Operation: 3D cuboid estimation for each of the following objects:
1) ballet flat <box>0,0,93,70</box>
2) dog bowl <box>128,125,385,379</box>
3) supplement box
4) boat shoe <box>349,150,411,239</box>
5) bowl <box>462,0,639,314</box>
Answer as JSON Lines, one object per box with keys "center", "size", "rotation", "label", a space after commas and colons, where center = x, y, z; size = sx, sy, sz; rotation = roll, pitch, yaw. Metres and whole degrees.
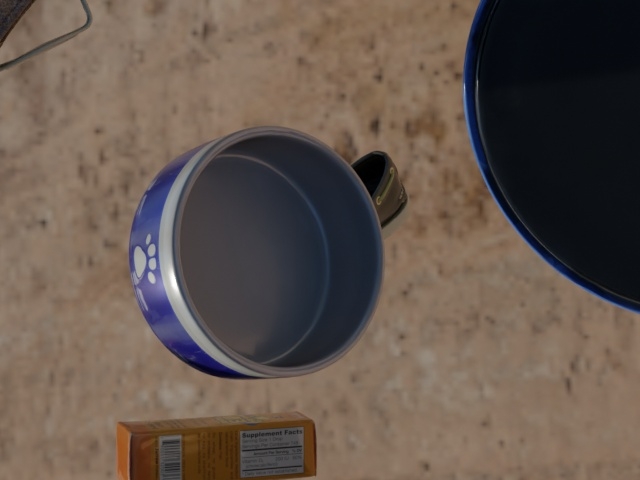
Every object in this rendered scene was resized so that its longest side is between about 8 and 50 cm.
{"center": [-0.210, -0.237, 1.379], "size": [0.316, 0.106, 0.107], "rotation": [-43, 7, 0], "label": "ballet flat"}
{"center": [-0.066, 0.016, 1.745], "size": [0.104, 0.265, 0.265], "rotation": [-12, 80, 55], "label": "dog bowl"}
{"center": [-0.125, 0.253, 1.983], "size": [0.078, 0.233, 0.080], "rotation": [-167, 78, -70], "label": "supplement box"}
{"center": [-0.003, -0.001, 2.124], "size": [0.109, 0.305, 0.091], "rotation": [22, 143, 40], "label": "boat shoe"}
{"center": [0.292, -0.110, 1.296], "size": [0.391, 0.077, 0.391], "rotation": [13, 118, 25], "label": "bowl"}
